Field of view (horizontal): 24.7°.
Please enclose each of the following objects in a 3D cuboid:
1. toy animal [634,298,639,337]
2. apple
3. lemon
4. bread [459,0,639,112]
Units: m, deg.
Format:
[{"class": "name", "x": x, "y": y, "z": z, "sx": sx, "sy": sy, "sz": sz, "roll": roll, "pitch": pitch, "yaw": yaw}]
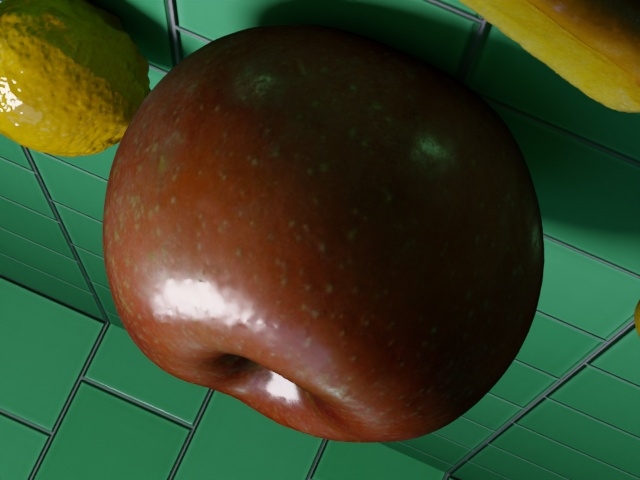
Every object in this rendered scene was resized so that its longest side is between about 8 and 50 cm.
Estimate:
[{"class": "toy animal", "x": 0.346, "y": 0.075, "z": 1.145, "sx": 0.165, "sy": 0.149, "sz": 0.248, "roll": 35, "pitch": 180, "yaw": 31}, {"class": "apple", "x": 0.000, "y": 0.000, "z": 1.134, "sx": 0.348, "sy": 0.277, "sz": 0.348, "roll": 18, "pitch": 158, "yaw": 8}, {"class": "lemon", "x": -0.227, "y": -0.145, "z": 1.290, "sx": 0.187, "sy": 0.142, "sz": 0.142, "roll": 31, "pitch": 164, "yaw": -27}, {"class": "bread", "x": 0.133, "y": -0.153, "z": 0.774, "sx": 0.245, "sy": 0.102, "sz": 0.094, "roll": 33, "pitch": 169, "yaw": -22}]
